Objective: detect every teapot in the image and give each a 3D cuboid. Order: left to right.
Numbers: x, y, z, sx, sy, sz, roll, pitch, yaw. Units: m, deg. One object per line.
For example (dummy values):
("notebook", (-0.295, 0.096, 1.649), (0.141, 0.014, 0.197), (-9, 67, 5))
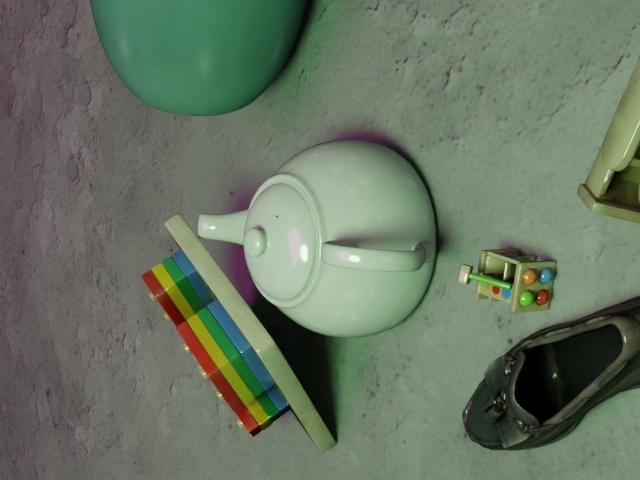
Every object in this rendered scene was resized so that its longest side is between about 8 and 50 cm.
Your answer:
("teapot", (0.000, 0.000, 1.356), (0.256, 0.187, 0.252), (-52, 53, 40))

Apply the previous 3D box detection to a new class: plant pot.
("plant pot", (-0.153, -0.300, 1.480), (0.293, 0.293, 0.235), (48, 144, 40))

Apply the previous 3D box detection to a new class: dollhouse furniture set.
("dollhouse furniture set", (0.316, -0.047, 0.921), (0.242, 0.212, 0.161), (-106, 31, -63))

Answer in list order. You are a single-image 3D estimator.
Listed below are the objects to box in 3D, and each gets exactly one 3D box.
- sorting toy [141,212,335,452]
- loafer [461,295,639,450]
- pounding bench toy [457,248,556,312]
("sorting toy", (-0.114, 0.136, 1.474), (0.257, 0.089, 0.255), (49, 170, 40))
("loafer", (0.224, 0.129, 1.137), (0.302, 0.095, 0.109), (-39, 61, 47))
("pounding bench toy", (0.189, 0.042, 1.191), (0.065, 0.083, 0.052), (21, 108, 52))
